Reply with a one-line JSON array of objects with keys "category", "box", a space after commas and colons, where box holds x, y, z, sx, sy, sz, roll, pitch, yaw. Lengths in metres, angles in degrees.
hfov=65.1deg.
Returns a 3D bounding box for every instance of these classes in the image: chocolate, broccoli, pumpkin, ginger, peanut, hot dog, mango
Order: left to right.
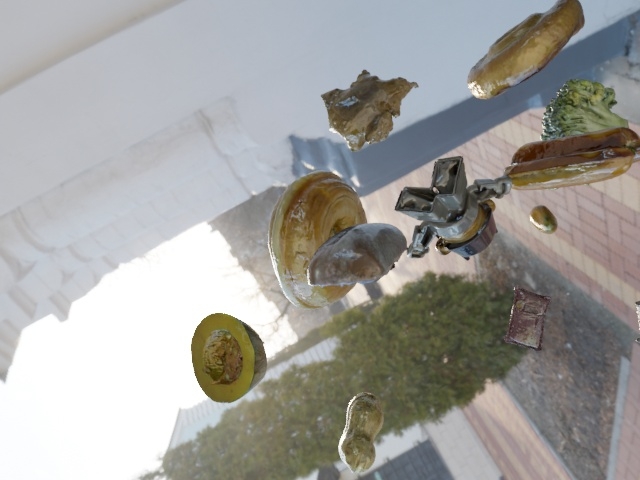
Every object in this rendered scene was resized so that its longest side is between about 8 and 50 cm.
[{"category": "pumpkin", "box": [-0.209, 0.281, 1.228, 0.110, 0.217, 0.218, 7, -134, -49]}, {"category": "chocolate", "box": [0.081, 0.017, 1.102, 0.303, 0.185, 0.101, -31, -74, -67]}, {"category": "peanut", "box": [0.103, 0.481, 1.258, 0.230, 0.098, 0.103, -68, -24, -50]}, {"category": "ginger", "box": [0.144, -0.372, 1.381, 0.219, 0.269, 0.123, 71, -166, 16]}, {"category": "mango", "box": [0.928, -0.082, 2.073, 0.115, 0.089, 0.165, 47, -165, -34]}, {"category": "hot dog", "box": [0.568, -0.173, 1.134, 0.100, 0.135, 0.337, 47, 160, -20]}, {"category": "broccoli", "box": [0.773, -0.349, 1.452, 0.245, 0.288, 0.248, 16, 157, 33]}]

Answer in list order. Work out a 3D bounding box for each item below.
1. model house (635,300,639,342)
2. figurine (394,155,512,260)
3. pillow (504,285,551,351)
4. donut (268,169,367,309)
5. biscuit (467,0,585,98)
[{"category": "model house", "box": [0.808, 0.209, 1.071, 0.183, 0.166, 0.172, -143, 38, -68]}, {"category": "figurine", "box": [0.327, -0.056, 1.221, 0.309, 0.308, 0.143, 64, -160, -48]}, {"category": "pillow", "box": [0.653, 0.246, 1.580, 0.043, 0.117, 0.185, 23, -100, -74]}, {"category": "donut", "box": [0.000, 0.000, 1.600, 0.198, 0.449, 0.449, 7, 138, 37]}, {"category": "biscuit", "box": [0.435, -0.416, 1.108, 0.091, 0.213, 0.274, 48, 139, -12]}]
